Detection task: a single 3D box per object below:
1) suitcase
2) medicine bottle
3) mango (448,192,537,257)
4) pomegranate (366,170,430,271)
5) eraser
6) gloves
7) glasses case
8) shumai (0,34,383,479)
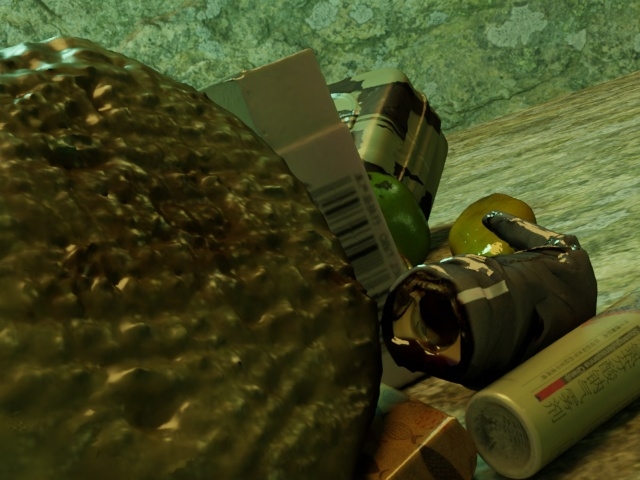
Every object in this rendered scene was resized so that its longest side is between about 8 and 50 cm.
[{"bbox_3d":[-0.019,-0.046,1.564,0.351,0.194,0.339,-13,39,31],"label":"suitcase"},{"bbox_3d":[0.189,0.075,0.755,0.231,0.059,0.059,-26,10,-36],"label":"medicine bottle"},{"bbox_3d":[0.191,-0.005,1.309,0.101,0.066,0.187,-18,16,15],"label":"mango"},{"bbox_3d":[0.048,0.007,1.285,0.159,0.159,0.205,-21,33,-13],"label":"pomegranate"},{"bbox_3d":[-0.004,-0.012,0.993,0.086,0.287,0.130,-25,9,-23],"label":"eraser"},{"bbox_3d":[0.127,0.051,0.820,0.142,0.119,0.285,-55,-13,23],"label":"gloves"},{"bbox_3d":[0.044,0.134,0.770,0.064,0.041,0.170,-41,13,-11],"label":"glasses case"},{"bbox_3d":[-0.176,0.089,0.780,0.324,0.397,0.323,12,-45,-36],"label":"shumai"}]
